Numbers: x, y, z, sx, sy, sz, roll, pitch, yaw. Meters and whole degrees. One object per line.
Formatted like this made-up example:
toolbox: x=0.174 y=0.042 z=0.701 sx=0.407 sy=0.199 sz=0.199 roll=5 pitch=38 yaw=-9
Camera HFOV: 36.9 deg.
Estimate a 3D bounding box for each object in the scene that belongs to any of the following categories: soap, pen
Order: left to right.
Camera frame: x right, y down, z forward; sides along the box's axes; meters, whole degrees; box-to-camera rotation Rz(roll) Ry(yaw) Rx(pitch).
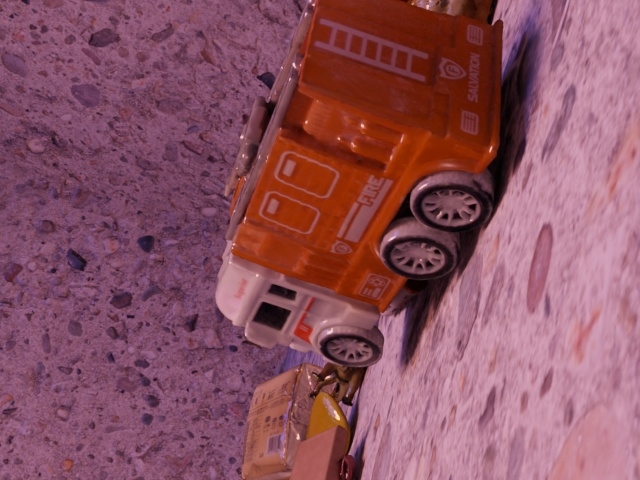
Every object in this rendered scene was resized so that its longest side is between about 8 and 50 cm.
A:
soap: x=0.008 y=0.278 z=1.314 sx=0.089 sy=0.033 sz=0.168 roll=-121 pitch=30 yaw=-41
pen: x=0.087 y=0.064 z=1.084 sx=0.218 sy=0.026 sz=0.026 roll=115 pitch=168 yaw=-76

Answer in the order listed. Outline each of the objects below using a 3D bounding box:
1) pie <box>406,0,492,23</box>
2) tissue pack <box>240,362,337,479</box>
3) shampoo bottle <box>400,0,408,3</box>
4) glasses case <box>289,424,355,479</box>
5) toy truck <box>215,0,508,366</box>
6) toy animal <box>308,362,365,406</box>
pie: x=0.131 y=-0.240 z=1.111 sx=0.308 sy=0.085 sz=0.308 roll=-165 pitch=90 yaw=-87
tissue pack: x=-0.057 y=0.316 z=1.613 sx=0.222 sy=0.090 sz=0.186 roll=139 pitch=146 yaw=-59
shampoo bottle: x=0.141 y=-0.369 z=1.621 sx=0.118 sy=0.076 sz=0.314 roll=108 pitch=174 yaw=-48
glasses case: x=0.012 y=0.312 z=1.109 sx=0.102 sy=0.070 sz=0.193 roll=-34 pitch=31 yaw=42
toy truck: x=0.015 y=-0.043 z=0.896 sx=0.387 sy=0.207 sz=0.173 roll=118 pitch=166 yaw=-51
toy animal: x=0.025 y=0.194 z=1.327 sx=0.086 sy=0.069 sz=0.219 roll=-52 pitch=-11 yaw=-45
